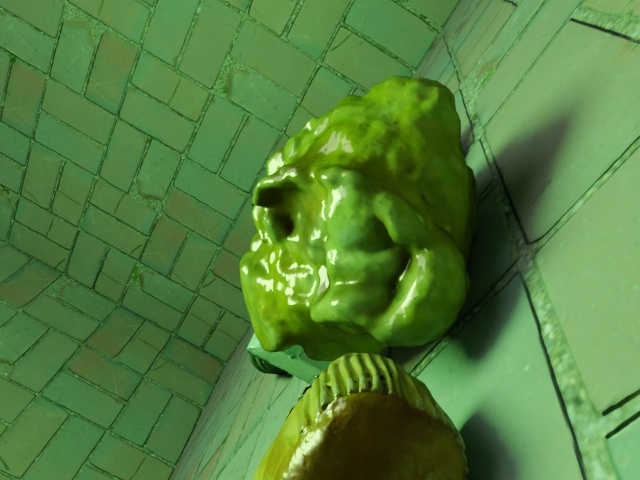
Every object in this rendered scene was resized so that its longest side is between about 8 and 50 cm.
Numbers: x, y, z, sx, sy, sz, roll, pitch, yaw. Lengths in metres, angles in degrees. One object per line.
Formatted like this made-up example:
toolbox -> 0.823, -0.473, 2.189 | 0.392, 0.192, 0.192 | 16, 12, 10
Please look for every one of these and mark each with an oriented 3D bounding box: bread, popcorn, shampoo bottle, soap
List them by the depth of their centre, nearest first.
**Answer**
bread -> 0.021, 0.186, 0.362 | 0.191, 0.132, 0.114 | -63, 5, 2
popcorn -> 0.052, 0.001, 0.610 | 0.293, 0.292, 0.334 | -15, -20, -19
soap -> -0.009, 0.115, 0.887 | 0.094, 0.150, 0.261 | -58, 6, 50
shampoo bottle -> -0.102, 0.264, 1.183 | 0.101, 0.101, 0.284 | -62, 6, -19

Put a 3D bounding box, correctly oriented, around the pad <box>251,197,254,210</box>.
pad -> 0.000, 0.000, 0.838 | 0.002, 0.176, 0.266 | -28, -13, 36
